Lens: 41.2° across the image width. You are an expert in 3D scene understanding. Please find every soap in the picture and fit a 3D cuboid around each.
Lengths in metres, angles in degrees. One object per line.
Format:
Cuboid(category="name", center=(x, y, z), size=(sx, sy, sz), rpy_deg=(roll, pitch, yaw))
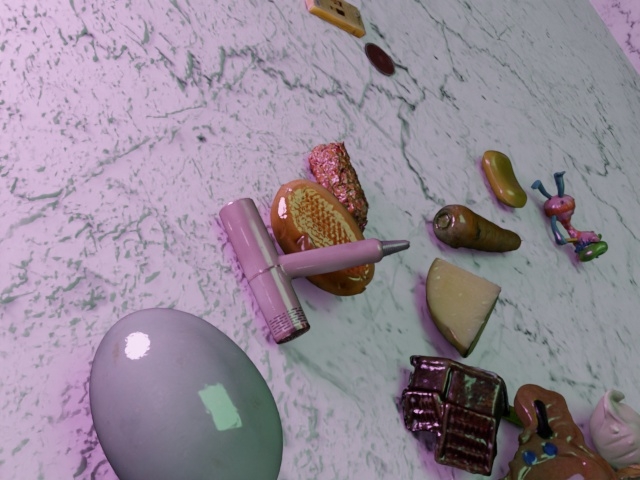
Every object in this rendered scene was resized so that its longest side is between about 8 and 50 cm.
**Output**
Cuboid(category="soap", center=(0.381, -0.126, 1.774), size=(0.089, 0.045, 0.140), rpy_deg=(12, 50, -46))

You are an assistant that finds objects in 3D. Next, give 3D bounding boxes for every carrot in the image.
Cuboid(category="carrot", center=(0.312, -0.010, 1.584), size=(0.298, 0.078, 0.078), rpy_deg=(11, 52, -48))

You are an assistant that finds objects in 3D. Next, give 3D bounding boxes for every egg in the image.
Cuboid(category="egg", center=(-0.133, 0.171, 0.837), size=(0.231, 0.168, 0.168), rpy_deg=(54, 35, 11))

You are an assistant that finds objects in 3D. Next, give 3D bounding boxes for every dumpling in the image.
Cuboid(category="dumpling", center=(0.531, 0.329, 1.506), size=(0.169, 0.100, 0.134), rpy_deg=(49, 32, -6))

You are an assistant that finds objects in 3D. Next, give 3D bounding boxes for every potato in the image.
Cuboid(category="potato", center=(0.207, 0.117, 1.372), size=(0.120, 0.081, 0.149), rpy_deg=(26, 51, 14))

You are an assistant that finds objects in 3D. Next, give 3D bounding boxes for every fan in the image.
Cuboid(category="fan", center=(0.138, -0.365, 1.740), size=(0.133, 0.005, 0.085), rpy_deg=(6, 55, -45))

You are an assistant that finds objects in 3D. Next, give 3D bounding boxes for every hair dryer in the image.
Cuboid(category="hair dryer", center=(0.001, 0.004, 1.128), size=(0.220, 0.054, 0.195), rpy_deg=(-24, 76, -9))

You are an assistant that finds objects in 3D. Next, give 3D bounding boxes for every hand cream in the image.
Cuboid(category="hand cream", center=(0.309, 0.279, 1.364), size=(0.122, 0.023, 0.036), rpy_deg=(27, 44, -32))

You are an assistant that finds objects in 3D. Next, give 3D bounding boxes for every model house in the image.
Cuboid(category="model house", center=(0.189, 0.254, 1.205), size=(0.165, 0.106, 0.152), rpy_deg=(15, 52, 8))

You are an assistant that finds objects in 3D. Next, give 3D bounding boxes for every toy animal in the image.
Cuboid(category="toy animal", center=(0.534, -0.046, 1.848), size=(0.103, 0.100, 0.208), rpy_deg=(-25, 88, -32))

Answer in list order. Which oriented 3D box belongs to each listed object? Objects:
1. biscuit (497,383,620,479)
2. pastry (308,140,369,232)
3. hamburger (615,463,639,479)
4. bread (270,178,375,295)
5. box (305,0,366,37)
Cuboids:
Cuboid(category="biscuit", center=(0.345, 0.347, 1.245), size=(0.183, 0.047, 0.320), rpy_deg=(5, 45, 1))
Cuboid(category="pastry", center=(0.034, -0.085, 1.334), size=(0.087, 0.063, 0.170), rpy_deg=(6, 55, -49))
Cuboid(category="hamburger", center=(0.533, 0.440, 1.322), size=(0.308, 0.211, 0.133), rpy_deg=(26, 38, -30))
Cuboid(category="bread", center=(0.000, 0.000, 1.203), size=(0.114, 0.077, 0.189), rpy_deg=(-31, 82, -33))
Cuboid(category="box", center=(0.028, -0.455, 1.682), size=(0.149, 0.020, 0.073), rpy_deg=(17, 47, -39))
